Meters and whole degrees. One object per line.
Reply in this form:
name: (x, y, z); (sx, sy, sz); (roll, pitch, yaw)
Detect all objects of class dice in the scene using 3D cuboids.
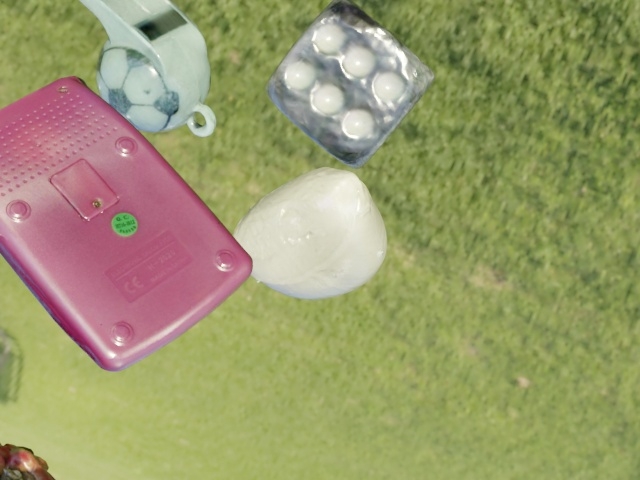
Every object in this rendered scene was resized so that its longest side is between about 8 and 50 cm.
dice: (0.042, -0.219, 1.553); (0.182, 0.181, 0.183); (38, -171, -2)

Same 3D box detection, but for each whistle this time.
whistle: (-0.242, -0.241, 1.458); (0.289, 0.163, 0.163); (44, 160, 5)

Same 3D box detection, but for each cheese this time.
cheese: (0.000, 0.000, 1.510); (0.198, 0.154, 0.189); (-26, 162, 15)

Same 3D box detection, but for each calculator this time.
calculator: (-0.141, -0.018, 0.693); (0.190, 0.126, 0.034); (45, 147, 13)

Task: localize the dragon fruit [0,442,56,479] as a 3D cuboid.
dragon fruit: (-0.390, 0.348, 1.204); (0.250, 0.291, 0.269); (47, 169, 26)
